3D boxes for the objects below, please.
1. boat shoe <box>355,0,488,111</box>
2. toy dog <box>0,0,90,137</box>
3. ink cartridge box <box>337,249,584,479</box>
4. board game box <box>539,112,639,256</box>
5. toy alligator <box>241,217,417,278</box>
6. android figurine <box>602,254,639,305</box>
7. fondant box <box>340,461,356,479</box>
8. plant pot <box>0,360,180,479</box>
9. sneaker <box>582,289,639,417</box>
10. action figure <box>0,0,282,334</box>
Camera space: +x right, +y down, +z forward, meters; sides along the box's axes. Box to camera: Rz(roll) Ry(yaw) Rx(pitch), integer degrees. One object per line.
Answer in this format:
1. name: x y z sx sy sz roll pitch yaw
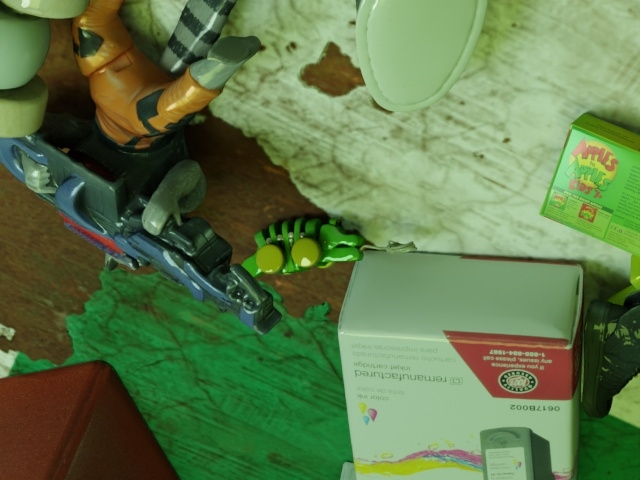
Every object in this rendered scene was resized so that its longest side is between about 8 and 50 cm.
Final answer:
1. boat shoe: 0.073 -0.247 1.199 0.109 0.091 0.305 -8 130 -10
2. toy dog: -0.355 -0.197 1.231 0.334 0.161 0.220 8 108 22
3. ink cartridge box: 0.146 0.169 1.488 0.226 0.131 0.306 2 127 12
4. board game box: 0.293 -0.033 1.303 0.181 0.043 0.092 25 117 17
5. toy alligator: 0.000 0.000 1.440 0.190 0.056 0.051 -11 84 20
6. android figurine: 0.405 0.041 1.378 0.273 0.056 0.248 -31 116 33
7. fondant box: 0.127 0.414 1.710 0.238 0.096 0.330 8 130 6
8. plant pot: -0.326 0.326 1.651 0.267 0.235 0.267 -11 125 21
9. sneaker: 0.293 0.108 1.398 0.089 0.051 0.170 7 130 19
10. action figure: -0.125 -0.082 1.326 0.341 0.178 0.330 37 136 15
